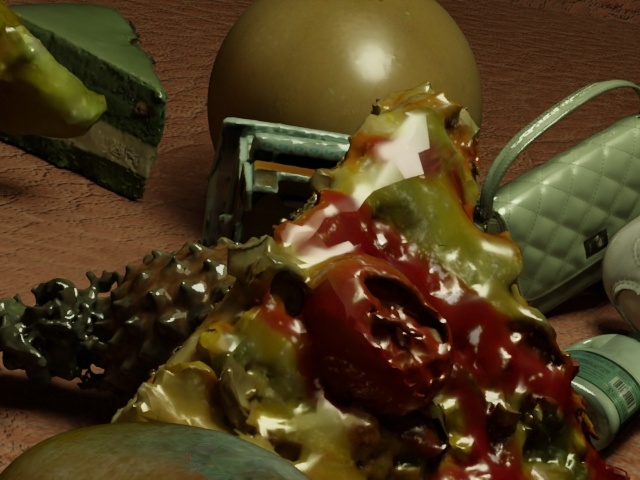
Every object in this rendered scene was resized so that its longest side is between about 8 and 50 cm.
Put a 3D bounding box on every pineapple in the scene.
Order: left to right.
[{"bbox_3d":[-0.156,0.080,1.422,0.361,0.175,0.175,-1,18,9],"label":"pineapple"}]

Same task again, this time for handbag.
[{"bbox_3d":[0.263,-0.050,1.818,0.256,0.219,0.079,-29,41,-26],"label":"handbag"}]

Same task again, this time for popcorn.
[{"bbox_3d":[-0.428,-0.169,1.804,0.321,0.290,0.325,50,-10,-1],"label":"popcorn"}]

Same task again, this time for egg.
[{"bbox_3d":[0.025,-0.145,1.885,0.301,0.301,0.374,13,11,4],"label":"egg"}]

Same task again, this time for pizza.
[{"bbox_3d":[0.058,0.044,1.305,0.440,0.406,0.130,15,-25,-28],"label":"pizza"}]

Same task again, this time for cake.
[{"bbox_3d":[-0.291,-0.160,1.987,0.172,0.158,0.283,3,25,-23],"label":"cake"}]

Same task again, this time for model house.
[{"bbox_3d":[0.000,0.000,1.634,0.224,0.198,0.215,8,23,-6],"label":"model house"}]

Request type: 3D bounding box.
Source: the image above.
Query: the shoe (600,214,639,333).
[{"bbox_3d":[0.420,0.079,1.699,0.351,0.172,0.198,23,23,28],"label":"shoe"}]

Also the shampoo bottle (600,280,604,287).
[{"bbox_3d":[0.397,0.032,1.974,0.309,0.071,0.098,6,23,-9],"label":"shampoo bottle"}]

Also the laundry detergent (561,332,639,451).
[{"bbox_3d":[0.262,0.130,1.618,0.099,0.070,0.225,14,19,25],"label":"laundry detergent"}]

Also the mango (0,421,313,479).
[{"bbox_3d":[-0.089,0.209,1.026,0.221,0.199,0.384,-4,11,-25],"label":"mango"}]
